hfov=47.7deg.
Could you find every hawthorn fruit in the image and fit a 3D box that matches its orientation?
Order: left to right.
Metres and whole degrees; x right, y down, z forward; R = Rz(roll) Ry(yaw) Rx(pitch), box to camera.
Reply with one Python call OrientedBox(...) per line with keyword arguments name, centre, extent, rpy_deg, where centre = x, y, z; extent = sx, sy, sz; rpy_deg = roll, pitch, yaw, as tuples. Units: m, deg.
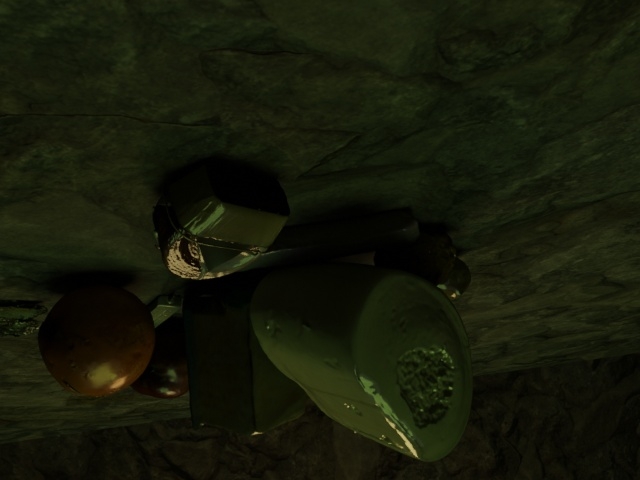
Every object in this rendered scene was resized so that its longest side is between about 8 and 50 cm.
OrientedBox(name="hawthorn fruit", centre=(-0.408, 0.329, 1.994), extent=(0.208, 0.208, 0.248), rpy_deg=(-18, 172, 23))

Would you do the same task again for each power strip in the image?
OrientedBox(name="power strip", centre=(-0.410, 0.181, 1.814), extent=(0.060, 0.027, 0.253), rpy_deg=(8, 154, -31))

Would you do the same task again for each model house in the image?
OrientedBox(name="model house", centre=(-0.156, 0.251, 1.762), extent=(0.343, 0.334, 0.382), rpy_deg=(-3, -177, 42))

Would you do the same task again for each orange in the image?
OrientedBox(name="orange", centre=(-0.481, 0.214, 1.564), extent=(0.246, 0.246, 0.246), rpy_deg=(-8, 160, -3))

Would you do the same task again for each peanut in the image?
OrientedBox(name="peanut", centre=(0.278, 0.088, 1.742), extent=(0.159, 0.109, 0.140), rpy_deg=(4, 148, -2))

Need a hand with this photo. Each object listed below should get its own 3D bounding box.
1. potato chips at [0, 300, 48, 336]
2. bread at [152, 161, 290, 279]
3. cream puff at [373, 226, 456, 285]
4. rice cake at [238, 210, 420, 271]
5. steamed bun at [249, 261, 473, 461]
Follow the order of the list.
OrientedBox(name="potato chips", centre=(-0.736, 0.183, 1.700), extent=(0.202, 0.029, 0.220), rpy_deg=(-3, 156, -13))
OrientedBox(name="bread", centre=(-0.172, -0.022, 1.206), extent=(0.224, 0.142, 0.212), rpy_deg=(12, 134, -45))
OrientedBox(name="cream puff", centre=(0.209, 0.047, 1.572), extent=(0.189, 0.129, 0.189), rpy_deg=(-11, 161, -4))
OrientedBox(name="rice cake", centre=(0.001, 0.000, 1.451), extent=(0.399, 0.064, 0.070), rpy_deg=(-9, 150, 1))
OrientedBox(name="steamed bun", centre=(0.104, 0.218, 1.511), extent=(0.371, 0.290, 0.456), rpy_deg=(8, 142, 48))
